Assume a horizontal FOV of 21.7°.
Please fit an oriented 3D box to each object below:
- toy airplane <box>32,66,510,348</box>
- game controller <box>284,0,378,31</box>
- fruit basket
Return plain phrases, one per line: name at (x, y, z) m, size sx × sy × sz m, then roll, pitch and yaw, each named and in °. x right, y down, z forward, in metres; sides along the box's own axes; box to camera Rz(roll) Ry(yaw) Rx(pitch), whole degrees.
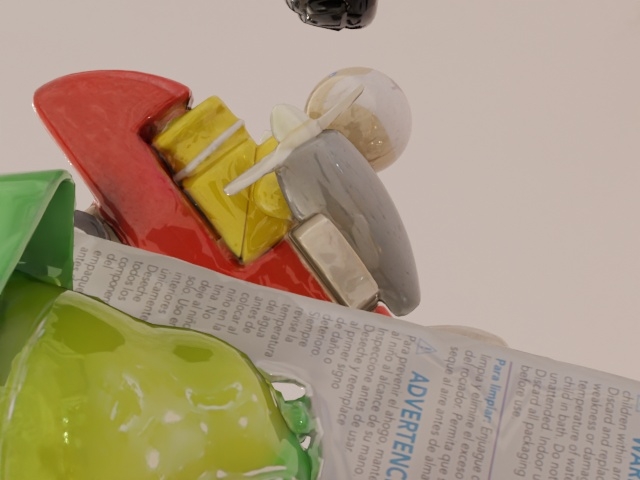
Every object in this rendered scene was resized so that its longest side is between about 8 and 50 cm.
toy airplane at (0.000, 0.000, 1.291) m, size 0.386 × 0.384 × 0.272 m, roll 30°, pitch -93°, yaw 44°
game controller at (-0.003, -0.223, 0.631) m, size 0.319 × 0.067 × 0.166 m, roll -96°, pitch -167°, yaw -47°
fruit basket at (-0.045, 0.129, 0.451) m, size 0.327 × 0.353 × 0.165 m, roll -72°, pitch -179°, yaw -47°
